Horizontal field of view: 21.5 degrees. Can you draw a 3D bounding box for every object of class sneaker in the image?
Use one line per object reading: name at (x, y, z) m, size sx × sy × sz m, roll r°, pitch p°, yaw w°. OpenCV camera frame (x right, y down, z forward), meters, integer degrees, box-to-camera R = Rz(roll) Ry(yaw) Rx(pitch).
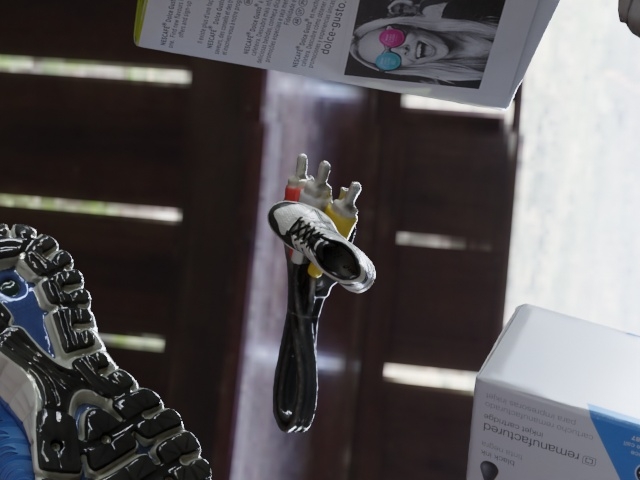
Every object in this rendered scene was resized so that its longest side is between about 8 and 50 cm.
sneaker at (-0.184, 0.151, 1.210) m, size 0.330 × 0.129 × 0.147 m, roll 60°, pitch -37°, yaw 24°
sneaker at (0.000, 0.000, 1.076) m, size 0.032 × 0.083 × 0.037 m, roll -55°, pitch 166°, yaw 0°

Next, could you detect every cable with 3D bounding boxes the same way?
cable at (-0.028, 0.050, 1.747) m, size 0.072 × 0.139 × 0.287 m, roll 8°, pitch 105°, yaw -36°

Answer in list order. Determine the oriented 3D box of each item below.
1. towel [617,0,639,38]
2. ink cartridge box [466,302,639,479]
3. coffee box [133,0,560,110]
towel at (0.246, -0.112, 0.444) m, size 0.121 × 0.283 × 0.235 m, roll -5°, pitch 119°, yaw -56°
ink cartridge box at (0.252, 0.239, 1.536) m, size 0.129 × 0.223 × 0.308 m, roll -51°, pitch 150°, yaw -49°
coffee box at (0.041, -0.363, 1.383) m, size 0.338 × 0.334 × 0.338 m, roll 111°, pitch -16°, yaw -51°
